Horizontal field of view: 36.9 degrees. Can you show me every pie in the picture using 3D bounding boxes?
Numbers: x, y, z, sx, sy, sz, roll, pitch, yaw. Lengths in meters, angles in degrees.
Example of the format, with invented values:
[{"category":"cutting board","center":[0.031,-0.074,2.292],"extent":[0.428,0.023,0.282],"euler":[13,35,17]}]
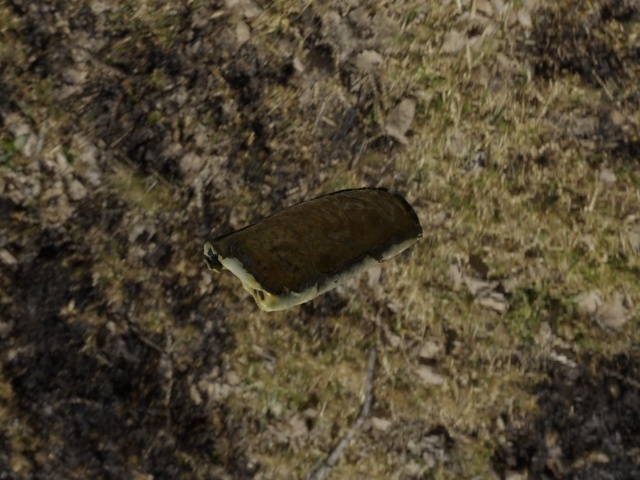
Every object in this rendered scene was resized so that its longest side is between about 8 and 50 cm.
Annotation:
[{"category":"pie","center":[0.000,0.000,1.082],"extent":[0.128,0.282,0.068],"euler":[42,134,25]}]
